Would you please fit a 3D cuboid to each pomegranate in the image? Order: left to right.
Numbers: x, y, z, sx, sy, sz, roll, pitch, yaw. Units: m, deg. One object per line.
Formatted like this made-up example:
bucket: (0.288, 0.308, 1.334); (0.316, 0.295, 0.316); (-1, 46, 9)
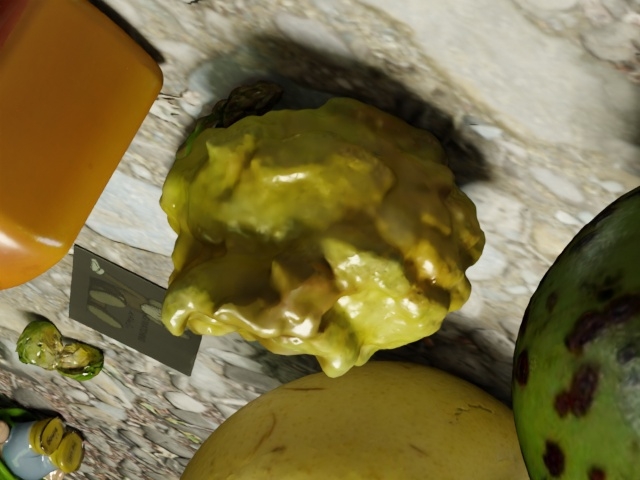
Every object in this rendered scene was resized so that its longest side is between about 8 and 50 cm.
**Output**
pomegranate: (0.235, 0.072, 0.823); (0.242, 0.242, 0.306); (37, 150, -24)

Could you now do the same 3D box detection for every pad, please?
pad: (-0.163, 0.065, 1.516); (0.127, 0.004, 0.190); (26, 157, 1)

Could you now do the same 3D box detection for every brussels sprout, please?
brussels sprout: (-0.250, 0.110, 1.646); (0.083, 0.046, 0.051); (30, 163, -9)

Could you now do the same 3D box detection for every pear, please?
pear: (0.041, 0.256, 1.286); (0.348, 0.348, 0.348); (22, 157, 10)

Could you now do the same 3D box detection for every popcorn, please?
popcorn: (-0.001, 0.005, 1.023); (0.197, 0.156, 0.197); (2, 166, 0)

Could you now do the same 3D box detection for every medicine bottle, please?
medicine bottle: (-0.212, -0.041, 1.062); (0.112, 0.222, 0.149); (40, 154, -29)

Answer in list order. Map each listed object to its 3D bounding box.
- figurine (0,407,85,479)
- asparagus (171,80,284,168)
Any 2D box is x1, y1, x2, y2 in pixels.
figurine: (-0.393, 0.246, 1.987); (0.263, 0.143, 0.162); (-11, 146, 30)
asparagus: (-0.072, -0.061, 1.124); (0.034, 0.027, 0.236); (25, 157, -10)
